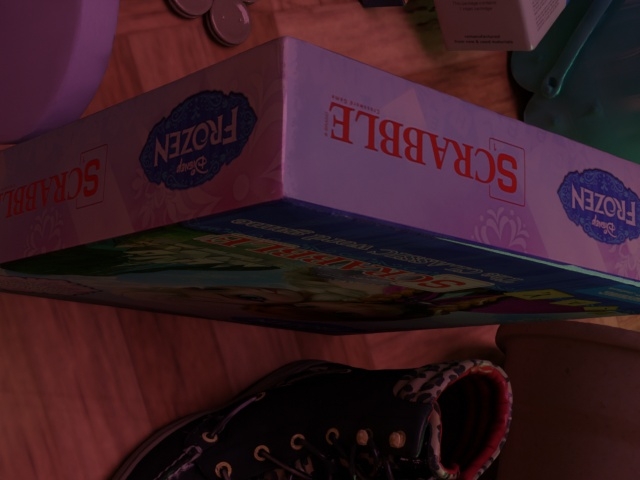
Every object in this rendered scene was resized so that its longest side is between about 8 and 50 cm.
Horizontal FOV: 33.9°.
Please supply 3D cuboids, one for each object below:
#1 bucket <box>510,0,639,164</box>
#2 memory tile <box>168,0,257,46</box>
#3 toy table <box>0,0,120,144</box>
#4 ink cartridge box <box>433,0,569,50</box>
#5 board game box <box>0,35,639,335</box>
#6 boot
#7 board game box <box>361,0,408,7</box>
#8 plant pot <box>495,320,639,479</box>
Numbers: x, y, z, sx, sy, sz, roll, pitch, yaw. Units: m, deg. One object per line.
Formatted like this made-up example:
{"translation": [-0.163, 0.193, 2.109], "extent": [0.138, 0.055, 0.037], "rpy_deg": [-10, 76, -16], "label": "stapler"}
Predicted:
{"translation": [0.333, -0.176, 0.992], "extent": [0.281, 0.183, 0.281], "rpy_deg": [10, 76, -42], "label": "bucket"}
{"translation": [-0.095, -0.212, 0.730], "extent": [0.148, 0.012, 0.113], "rpy_deg": [31, 63, -34], "label": "memory tile"}
{"translation": [-0.217, -0.174, 0.483], "extent": [0.161, 0.252, 0.274], "rpy_deg": [-15, 77, -59], "label": "toy table"}
{"translation": [0.143, -0.276, 0.841], "extent": [0.148, 0.086, 0.203], "rpy_deg": [-50, 133, -37], "label": "ink cartridge box"}
{"translation": [0.000, 0.000, 0.574], "extent": [0.319, 0.318, 0.065], "rpy_deg": [12, 76, -40], "label": "board game box"}
{"translation": [-0.011, 0.136, 0.633], "extent": [0.236, 0.179, 0.085], "rpy_deg": [-31, 103, -42], "label": "boot"}
{"translation": [0.045, -0.328, 0.809], "extent": [0.165, 0.042, 0.243], "rpy_deg": [-56, 137, -33], "label": "board game box"}
{"translation": [0.249, 0.257, 0.781], "extent": [0.334, 0.334, 0.305], "rpy_deg": [28, 75, -35], "label": "plant pot"}
